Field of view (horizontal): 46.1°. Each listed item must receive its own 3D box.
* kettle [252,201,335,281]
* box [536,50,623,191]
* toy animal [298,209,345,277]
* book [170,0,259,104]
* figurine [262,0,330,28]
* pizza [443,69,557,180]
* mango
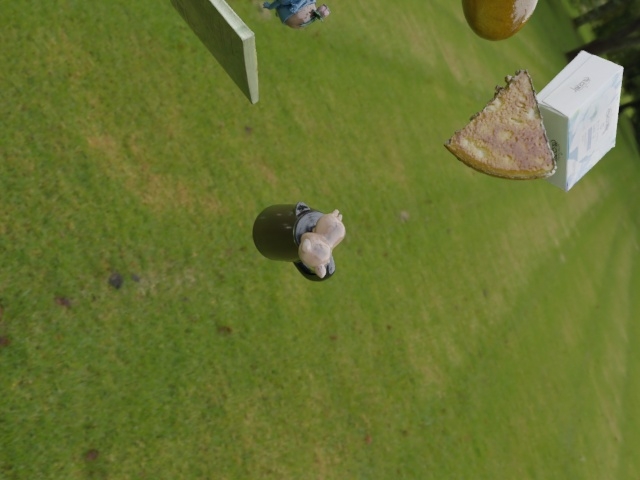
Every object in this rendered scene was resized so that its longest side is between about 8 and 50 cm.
[{"bbox_3d":[-0.052,0.005,1.794,0.144,0.232,0.202,-21,100,-22],"label":"kettle"},{"bbox_3d":[0.625,-0.286,1.845,0.116,0.203,0.274,36,-20,34],"label":"box"},{"bbox_3d":[0.003,-0.001,1.610,0.083,0.089,0.150,31,66,-6],"label":"toy animal"},{"bbox_3d":[-0.204,-0.398,1.359,0.283,0.025,0.215,51,-14,14],"label":"book"},{"bbox_3d":[-0.057,-0.560,1.781,0.144,0.114,0.178,45,-4,14],"label":"figurine"},{"bbox_3d":[0.341,-0.202,1.333,0.201,0.193,0.053,23,9,4],"label":"pizza"},{"bbox_3d":[0.313,-0.452,1.293,0.227,0.136,0.099,96,15,-46],"label":"mango"}]
